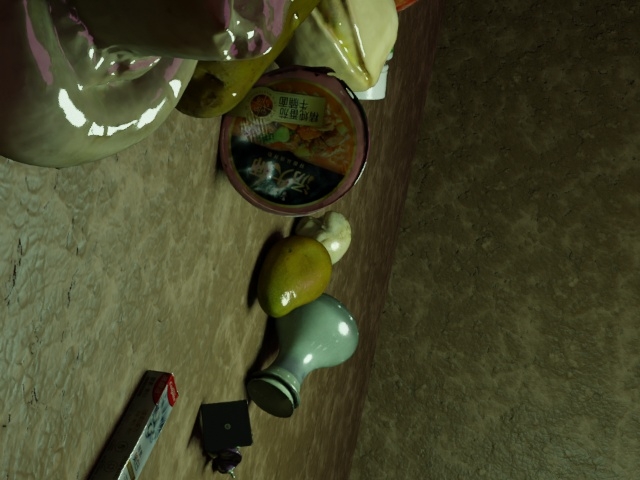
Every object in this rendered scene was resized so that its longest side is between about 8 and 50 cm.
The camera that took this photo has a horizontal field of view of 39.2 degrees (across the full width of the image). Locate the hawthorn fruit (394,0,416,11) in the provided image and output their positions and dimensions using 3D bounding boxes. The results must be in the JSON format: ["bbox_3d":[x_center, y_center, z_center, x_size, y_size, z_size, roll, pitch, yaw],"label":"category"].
[{"bbox_3d":[0.094,-0.531,1.686,0.284,0.285,0.369,72,37,-62],"label":"hawthorn fruit"}]

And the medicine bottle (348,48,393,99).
[{"bbox_3d":[0.097,-0.439,2.004,0.139,0.139,0.236,-46,141,-68],"label":"medicine bottle"}]

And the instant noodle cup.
[{"bbox_3d":[-0.031,-0.160,1.505,0.255,0.244,0.244,-40,137,-84],"label":"instant noodle cup"}]

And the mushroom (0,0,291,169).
[{"bbox_3d":[-0.157,-0.191,0.719,0.292,0.290,0.292,-37,133,-55],"label":"mushroom"}]

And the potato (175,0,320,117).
[{"bbox_3d":[-0.072,-0.314,1.080,0.369,0.176,0.195,-49,163,1],"label":"potato"}]

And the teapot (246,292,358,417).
[{"bbox_3d":[-0.042,0.226,1.796,0.251,0.183,0.183,-54,152,-39],"label":"teapot"}]

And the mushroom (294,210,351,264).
[{"bbox_3d":[0.000,0.000,1.919,0.148,0.112,0.148,-43,-161,19],"label":"mushroom"}]

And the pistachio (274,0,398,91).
[{"bbox_3d":[0.010,-0.377,1.489,0.238,0.229,0.321,59,0,40],"label":"pistachio"}]

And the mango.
[{"bbox_3d":[-0.053,0.065,1.733,0.136,0.099,0.227,59,36,-10],"label":"mango"}]

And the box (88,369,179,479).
[{"bbox_3d":[-0.248,0.267,1.185,0.218,0.040,0.055,-68,160,-47],"label":"box"}]

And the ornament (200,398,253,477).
[{"bbox_3d":[-0.157,0.361,1.543,0.203,0.088,0.081,97,-13,-50],"label":"ornament"}]
